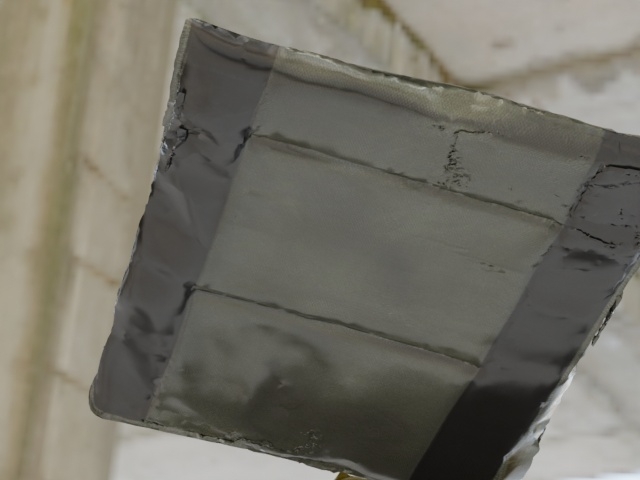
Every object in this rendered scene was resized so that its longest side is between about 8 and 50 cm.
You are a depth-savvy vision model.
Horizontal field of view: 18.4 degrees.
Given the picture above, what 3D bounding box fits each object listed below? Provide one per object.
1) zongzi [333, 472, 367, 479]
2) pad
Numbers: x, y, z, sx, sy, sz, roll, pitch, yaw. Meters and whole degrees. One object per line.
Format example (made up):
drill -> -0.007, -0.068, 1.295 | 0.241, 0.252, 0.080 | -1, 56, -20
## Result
zongzi -> 0.140, 0.264, 1.262 | 0.289, 0.123, 0.260 | 5, -52, 34
pad -> 0.014, 0.018, 0.698 | 0.174, 0.022, 0.233 | 14, -38, -4
